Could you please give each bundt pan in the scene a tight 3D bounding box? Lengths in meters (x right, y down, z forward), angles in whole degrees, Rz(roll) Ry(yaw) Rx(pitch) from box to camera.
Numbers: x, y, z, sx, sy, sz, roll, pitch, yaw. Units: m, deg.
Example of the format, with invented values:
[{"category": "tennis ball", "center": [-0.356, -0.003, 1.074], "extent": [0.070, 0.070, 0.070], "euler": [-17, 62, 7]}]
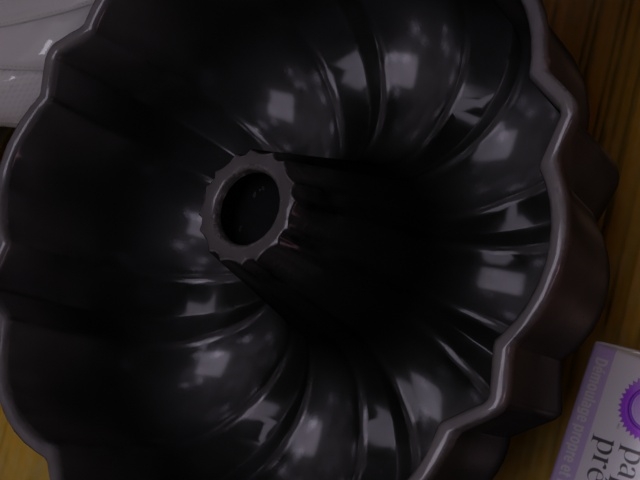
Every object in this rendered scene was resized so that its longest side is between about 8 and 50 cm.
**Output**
[{"category": "bundt pan", "center": [0.000, 0.000, 0.871], "extent": [0.330, 0.124, 0.331], "euler": [-12, 68, 32]}]

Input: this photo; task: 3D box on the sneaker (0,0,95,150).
[{"category": "sneaker", "center": [-0.123, -0.130, 1.004], "extent": [0.297, 0.111, 0.129], "euler": [-29, 84, 24]}]

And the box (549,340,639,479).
[{"category": "box", "center": [0.112, 0.209, 0.822], "extent": [0.063, 0.067, 0.324], "euler": [18, 90, 29]}]
